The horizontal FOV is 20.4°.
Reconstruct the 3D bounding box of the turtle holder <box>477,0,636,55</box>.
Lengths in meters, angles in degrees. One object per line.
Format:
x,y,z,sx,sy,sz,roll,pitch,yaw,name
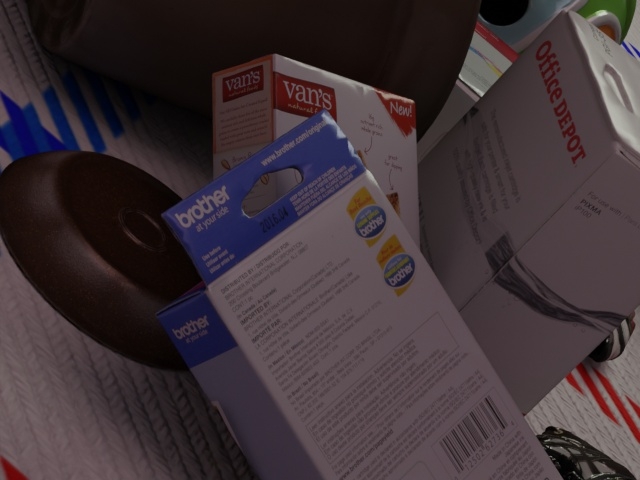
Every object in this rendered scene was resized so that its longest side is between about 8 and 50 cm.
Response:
0.162,-0.263,1.824,0.320,0.243,0.227,49,50,-16,turtle holder

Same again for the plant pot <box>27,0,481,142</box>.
-0.069,-0.225,1.399,0.280,0.323,0.323,5,42,-29,plant pot

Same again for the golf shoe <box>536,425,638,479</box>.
0.169,0.182,1.350,0.198,0.077,0.094,25,13,-37,golf shoe

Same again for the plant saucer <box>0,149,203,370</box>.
-0.131,0.002,1.222,0.199,0.036,0.198,34,26,-19,plant saucer

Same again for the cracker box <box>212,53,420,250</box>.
0.000,0.000,1.249,0.156,0.067,0.232,12,71,-47,cracker box

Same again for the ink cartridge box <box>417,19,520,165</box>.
0.109,-0.126,1.658,0.127,0.128,0.176,40,25,-5,ink cartridge box

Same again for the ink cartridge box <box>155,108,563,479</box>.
0.021,0.087,1.130,0.186,0.065,0.311,-37,99,-46,ink cartridge box

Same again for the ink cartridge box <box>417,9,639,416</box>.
0.151,-0.003,1.344,0.117,0.283,0.207,30,28,-24,ink cartridge box

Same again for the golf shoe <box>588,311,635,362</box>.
0.215,0.034,1.633,0.186,0.067,0.086,44,27,2,golf shoe
